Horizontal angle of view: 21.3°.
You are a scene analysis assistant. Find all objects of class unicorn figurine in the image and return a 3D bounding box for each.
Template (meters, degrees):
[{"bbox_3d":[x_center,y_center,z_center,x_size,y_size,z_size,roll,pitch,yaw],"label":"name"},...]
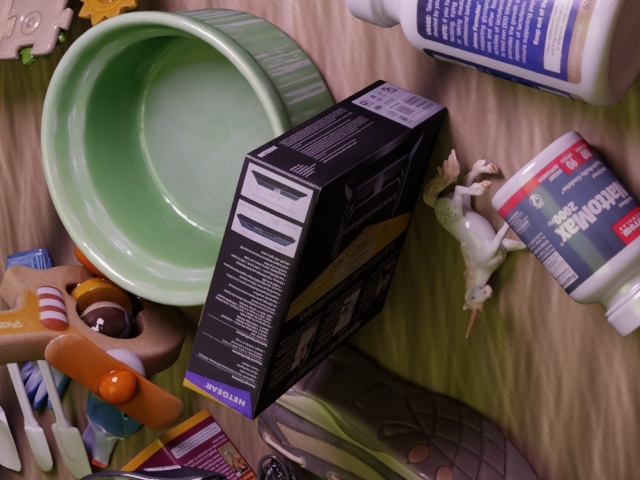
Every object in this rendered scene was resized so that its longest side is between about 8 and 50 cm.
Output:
[{"bbox_3d":[0.158,-0.003,1.686,0.111,0.060,0.162,-43,66,33],"label":"unicorn figurine"}]

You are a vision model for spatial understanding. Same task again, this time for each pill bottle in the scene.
[{"bbox_3d":[0.256,-0.003,1.592,0.180,0.108,0.108,50,123,7],"label":"pill bottle"},{"bbox_3d":[0.164,-0.227,1.548,0.264,0.153,0.153,20,114,23],"label":"pill bottle"}]

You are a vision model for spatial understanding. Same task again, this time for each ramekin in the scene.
[{"bbox_3d":[-0.126,-0.097,1.760,0.303,0.148,0.304,10,110,28],"label":"ramekin"}]

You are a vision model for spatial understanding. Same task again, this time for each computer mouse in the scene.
[{"bbox_3d":[-0.137,0.326,1.829,0.262,0.060,0.184,-7,93,13],"label":"computer mouse"}]

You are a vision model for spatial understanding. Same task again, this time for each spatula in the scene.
[{"bbox_3d":[-0.362,0.183,2.029,0.168,0.019,0.242,9,125,37],"label":"spatula"}]

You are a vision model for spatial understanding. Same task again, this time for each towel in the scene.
[{"bbox_3d":[-0.338,0.072,1.995,0.067,0.029,0.120,-12,88,35],"label":"towel"}]

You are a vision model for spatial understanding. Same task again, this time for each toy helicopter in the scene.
[{"bbox_3d":[-0.288,0.110,1.796,0.235,0.355,0.140,45,123,31],"label":"toy helicopter"}]

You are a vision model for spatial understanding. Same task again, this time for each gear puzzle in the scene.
[{"bbox_3d":[-0.312,-0.260,1.839,0.338,0.044,0.176,-3,65,35],"label":"gear puzzle"}]

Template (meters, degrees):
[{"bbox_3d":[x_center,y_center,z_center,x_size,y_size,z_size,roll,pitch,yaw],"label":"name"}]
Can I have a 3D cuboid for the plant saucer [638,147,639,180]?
[{"bbox_3d":[0.375,-0.067,1.551,0.168,0.029,0.169,9,109,28],"label":"plant saucer"}]

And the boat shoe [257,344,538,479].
[{"bbox_3d":[0.078,0.229,1.773,0.355,0.132,0.130,32,129,28],"label":"boat shoe"}]

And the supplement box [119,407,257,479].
[{"bbox_3d":[-0.122,0.297,1.909,0.081,0.104,0.188,-41,83,33],"label":"supplement box"}]

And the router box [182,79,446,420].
[{"bbox_3d":[0.000,0.000,1.622,0.081,0.309,0.243,25,116,17],"label":"router box"}]

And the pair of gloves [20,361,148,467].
[{"bbox_3d":[-0.288,0.169,2.014,0.198,0.023,0.159,37,120,15],"label":"pair of gloves"}]
